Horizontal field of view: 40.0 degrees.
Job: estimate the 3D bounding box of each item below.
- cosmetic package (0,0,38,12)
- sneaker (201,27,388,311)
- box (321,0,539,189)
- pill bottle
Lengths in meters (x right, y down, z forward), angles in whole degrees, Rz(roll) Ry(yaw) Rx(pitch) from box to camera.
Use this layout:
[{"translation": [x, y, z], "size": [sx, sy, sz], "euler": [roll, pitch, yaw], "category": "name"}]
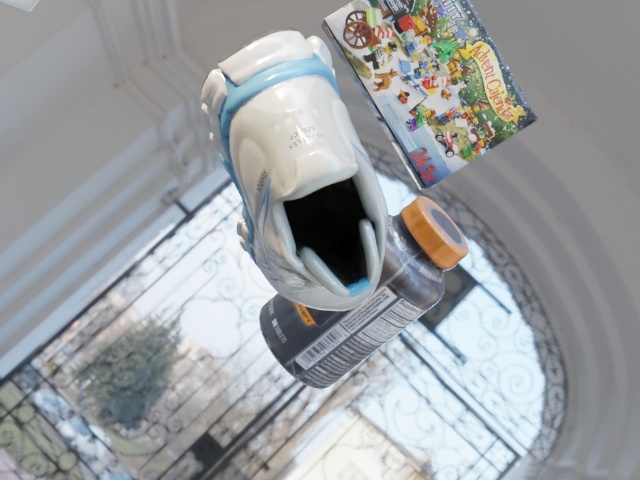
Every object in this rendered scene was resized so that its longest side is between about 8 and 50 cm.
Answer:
[{"translation": [-0.566, -0.490, 1.171], "size": [0.230, 0.161, 0.453], "euler": [50, 20, 19], "category": "cosmetic package"}, {"translation": [0.000, 0.000, 0.393], "size": [0.082, 0.071, 0.190], "euler": [63, -2, 30], "category": "sneaker"}, {"translation": [0.129, -0.199, 1.041], "size": [0.233, 0.159, 0.044], "euler": [58, -2, -5], "category": "box"}, {"translation": [0.054, 0.056, 1.029], "size": [0.130, 0.246, 0.130], "euler": [41, 21, -20], "category": "pill bottle"}]
